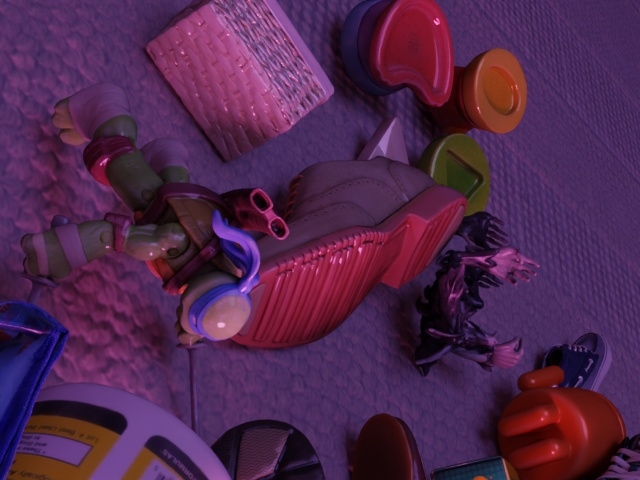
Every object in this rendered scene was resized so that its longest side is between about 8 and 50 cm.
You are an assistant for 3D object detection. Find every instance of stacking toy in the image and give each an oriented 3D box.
[{"bbox_3d":[0.128,-0.173,1.500,0.309,0.130,0.279,28,72,-40],"label":"stacking toy"}]

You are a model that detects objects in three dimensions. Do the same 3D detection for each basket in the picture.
[{"bbox_3d":[-0.085,-0.181,1.141,0.167,0.113,0.103,54,35,-15],"label":"basket"}]

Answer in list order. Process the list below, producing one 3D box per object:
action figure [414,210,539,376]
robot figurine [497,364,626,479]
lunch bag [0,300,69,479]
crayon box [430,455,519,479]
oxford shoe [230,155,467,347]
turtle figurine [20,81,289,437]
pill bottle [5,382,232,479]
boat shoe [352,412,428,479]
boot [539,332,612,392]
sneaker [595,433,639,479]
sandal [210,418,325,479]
[{"bbox_3d":[0.191,0.069,1.323,0.275,0.141,0.164,-63,165,-59],"label":"action figure"},{"bbox_3d":[0.313,0.249,1.396,0.158,0.128,0.219,36,14,36],"label":"robot figurine"},{"bbox_3d":[-0.270,0.132,0.543,0.138,0.221,0.293,53,34,-17],"label":"lunch bag"},{"bbox_3d":[0.193,0.372,1.119,0.165,0.081,0.278,49,27,-68],"label":"crayon box"},{"bbox_3d":[0.000,0.000,1.159,0.146,0.140,0.397,38,31,21],"label":"oxford shoe"},{"bbox_3d":[-0.165,0.019,0.894,0.198,0.274,0.266,6,39,-29],"label":"turtle figurine"},{"bbox_3d":[-0.187,0.248,0.614,0.188,0.188,0.334,54,33,-15],"label":"pill bottle"},{"bbox_3d":[0.081,0.281,1.096,0.073,0.073,0.207,23,57,-49],"label":"boat shoe"},{"bbox_3d":[0.373,0.174,1.591,0.086,0.069,0.190,57,34,-17],"label":"boot"},{"bbox_3d":[0.382,0.294,1.319,0.302,0.108,0.121,0,96,-54],"label":"sneaker"},{"bbox_3d":[-0.058,0.296,0.870,0.120,0.086,0.302,2,79,-15],"label":"sandal"}]
